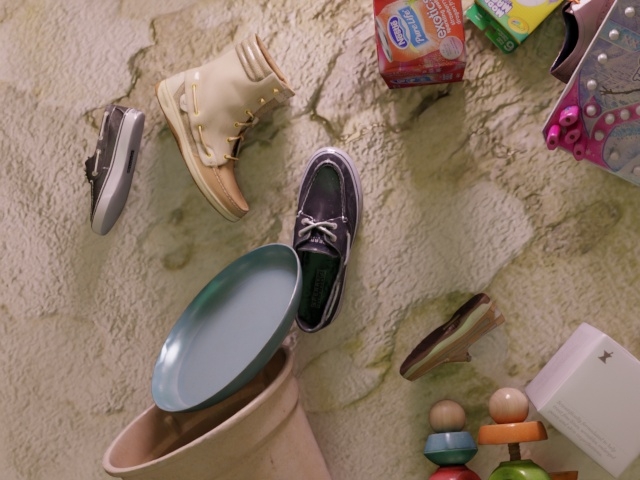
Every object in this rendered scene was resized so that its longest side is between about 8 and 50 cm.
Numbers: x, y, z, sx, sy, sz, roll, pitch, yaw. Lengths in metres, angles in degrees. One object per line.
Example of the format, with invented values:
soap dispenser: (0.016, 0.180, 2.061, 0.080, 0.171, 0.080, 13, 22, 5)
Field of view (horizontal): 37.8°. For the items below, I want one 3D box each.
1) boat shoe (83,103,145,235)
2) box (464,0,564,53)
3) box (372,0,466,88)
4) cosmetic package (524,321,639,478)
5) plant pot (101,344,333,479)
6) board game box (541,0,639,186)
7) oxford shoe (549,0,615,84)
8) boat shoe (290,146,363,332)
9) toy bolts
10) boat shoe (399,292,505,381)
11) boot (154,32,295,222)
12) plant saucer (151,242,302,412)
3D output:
boat shoe: (-0.356, -0.119, 1.570, 0.070, 0.078, 0.219, 16, 89, 7)
box: (0.319, -0.385, 1.448, 0.105, 0.043, 0.179, 45, 102, 3)
box: (0.147, -0.300, 1.374, 0.123, 0.257, 0.128, -5, 94, 8)
cosmetic package: (0.419, 0.233, 1.405, 0.151, 0.184, 0.151, 40, 95, 5)
plant pot: (-0.117, 0.381, 1.466, 0.334, 0.334, 0.305, -27, 100, 11)
board game box: (0.573, -0.213, 1.322, 0.390, 0.050, 0.389, 26, 124, 3)
oxford shoe: (0.421, -0.358, 1.390, 0.098, 0.097, 0.271, 14, 101, -8)
boat shoe: (0.000, 0.000, 1.502, 0.108, 0.102, 0.301, 10, 96, 9)
toy bolts: (0.276, 0.320, 1.475, 0.229, 0.218, 0.158, -16, 72, 38)
boat shoe: (0.215, 0.171, 1.503, 0.190, 0.068, 0.072, -41, 99, 10)
boot: (-0.127, -0.181, 1.516, 0.204, 0.095, 0.261, -26, 86, 9)
plant saucer: (-0.139, 0.140, 1.455, 0.318, 0.317, 0.044, -41, 115, 10)
